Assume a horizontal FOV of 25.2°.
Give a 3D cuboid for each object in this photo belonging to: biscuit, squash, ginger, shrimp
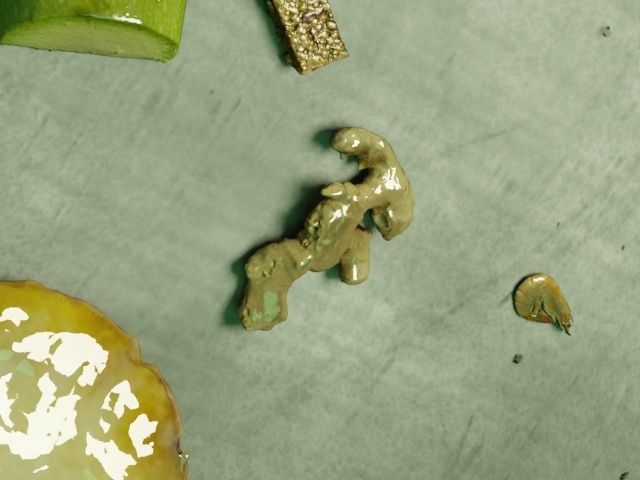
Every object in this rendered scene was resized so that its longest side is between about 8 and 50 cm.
[{"bbox_3d":[-0.030,-0.259,1.425,0.064,0.034,0.199,-26,122,-8],"label":"biscuit"},{"bbox_3d":[-0.200,-0.247,1.331,0.192,0.085,0.184,1,116,-25],"label":"squash"},{"bbox_3d":[0.013,0.004,1.567,0.149,0.065,0.258,25,102,-33],"label":"ginger"},{"bbox_3d":[-0.343,0.255,1.455,0.446,0.104,0.429,-46,111,-24],"label":"biscuit"},{"bbox_3d":[0.270,0.082,1.738,0.059,0.023,0.108,-28,124,5],"label":"shrimp"}]
